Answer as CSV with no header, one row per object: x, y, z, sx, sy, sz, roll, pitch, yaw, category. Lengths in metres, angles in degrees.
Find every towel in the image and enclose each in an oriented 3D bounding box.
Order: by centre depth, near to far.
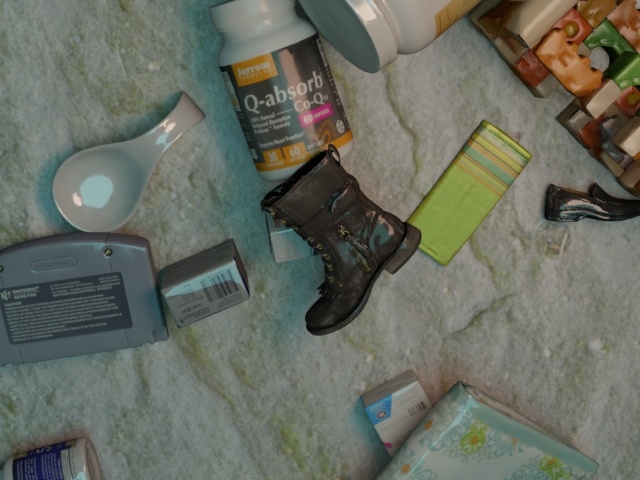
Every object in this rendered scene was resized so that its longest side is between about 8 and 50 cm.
0.239,-0.077,1.876,0.102,0.021,0.237,36,99,-6,towel
0.264,0.431,1.914,0.374,0.090,0.320,32,99,-30,towel

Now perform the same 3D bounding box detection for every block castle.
0.459,-0.255,1.705,0.453,0.303,0.213,43,95,-14,block castle

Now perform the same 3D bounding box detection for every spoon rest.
-0.302,-0.123,1.785,0.276,0.084,0.137,-41,103,5,spoon rest

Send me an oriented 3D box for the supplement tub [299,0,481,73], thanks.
0.135,-0.409,1.614,0.316,0.228,0.228,-41,104,-10,supplement tub

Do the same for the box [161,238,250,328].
-0.182,0.067,1.812,0.126,0.137,0.072,-23,106,1,box

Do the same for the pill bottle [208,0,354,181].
-0.063,-0.242,1.735,0.162,0.162,0.278,-20,105,0,pill bottle

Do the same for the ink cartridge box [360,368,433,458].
0.156,0.326,1.943,0.104,0.061,0.181,-28,104,1,ink cartridge box

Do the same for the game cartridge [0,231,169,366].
-0.405,0.089,1.813,0.297,0.062,0.198,-8,105,2,game cartridge

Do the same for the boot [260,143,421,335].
0.000,0.000,1.727,0.229,0.091,0.263,36,107,-23,boot

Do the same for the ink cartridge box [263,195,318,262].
-0.012,-0.031,1.812,0.150,0.109,0.063,-11,126,-3,ink cartridge box

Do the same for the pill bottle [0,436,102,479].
-0.465,0.401,1.883,0.186,0.112,0.112,-14,104,-2,pill bottle

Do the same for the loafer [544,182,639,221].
0.456,-0.064,1.876,0.170,0.062,0.061,-2,99,-6,loafer
